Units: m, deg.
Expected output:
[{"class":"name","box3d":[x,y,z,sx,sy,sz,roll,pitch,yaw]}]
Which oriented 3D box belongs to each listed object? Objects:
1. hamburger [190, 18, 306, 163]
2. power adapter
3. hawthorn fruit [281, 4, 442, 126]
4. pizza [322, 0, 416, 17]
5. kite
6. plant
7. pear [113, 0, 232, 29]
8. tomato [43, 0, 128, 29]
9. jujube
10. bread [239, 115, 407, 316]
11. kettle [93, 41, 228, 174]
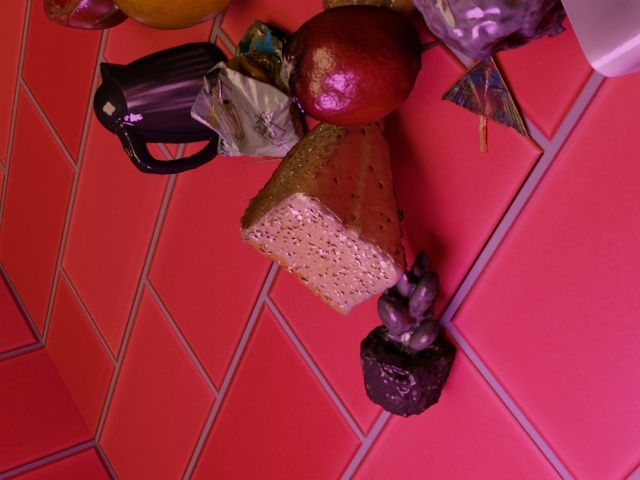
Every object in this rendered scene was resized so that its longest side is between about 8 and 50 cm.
[{"class":"hamburger","box3d":[-0.137,-0.270,1.968,0.260,0.150,0.276,25,122,46]},{"class":"power adapter","box3d":[0.408,-0.326,1.208,0.255,0.124,0.187,-31,80,54]},{"class":"hawthorn fruit","box3d":[0.068,-0.274,1.623,0.189,0.251,0.189,-6,-90,-90]},{"class":"pizza","box3d":[0.073,-0.443,1.665,0.323,0.089,0.223,-28,83,54]},{"class":"kite","box3d":[0.249,-0.207,1.575,0.190,0.010,0.159,36,132,44]},{"class":"plant","box3d":[0.149,0.152,1.747,0.146,0.149,0.274,15,119,31]},{"class":"pear","box3d":[-0.286,-0.529,1.969,0.294,0.294,0.294,26,123,47]},{"class":"tomato","box3d":[-0.481,-0.579,2.312,0.309,0.170,0.309,-29,47,36]},{"class":"jujube","box3d":[0.205,-0.396,1.382,0.226,0.226,0.317,-29,86,55]},{"class":"bread","box3d":[0.054,-0.065,1.754,0.279,0.315,0.248,46,145,-3]},{"class":"kettle","box3d":[-0.332,-0.267,2.133,0.207,0.271,0.251,9,110,53]}]
